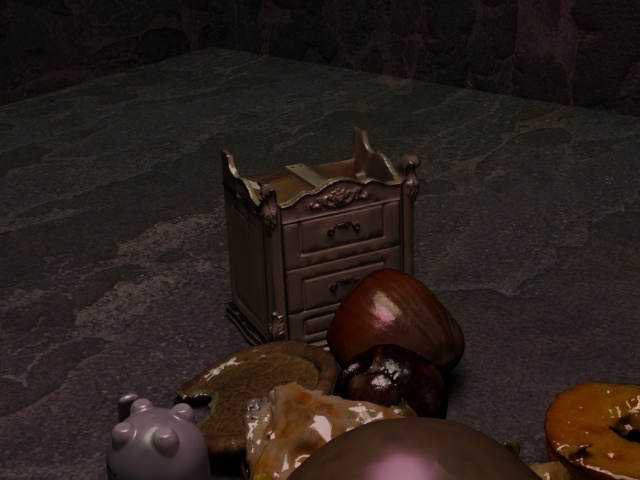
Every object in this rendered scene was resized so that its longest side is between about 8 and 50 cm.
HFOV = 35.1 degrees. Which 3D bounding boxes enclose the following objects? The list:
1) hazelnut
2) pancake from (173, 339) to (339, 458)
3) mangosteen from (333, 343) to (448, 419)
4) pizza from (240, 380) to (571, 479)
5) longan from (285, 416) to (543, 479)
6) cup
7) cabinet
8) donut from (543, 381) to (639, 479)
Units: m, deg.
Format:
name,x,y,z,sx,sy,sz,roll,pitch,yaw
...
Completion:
name,x,y,z,sx,sy,sz,roll,pitch,yaw
hazelnut,0.118,0.135,1.566,0.210,0.186,0.210,-13,-12,-3
pancake,-0.106,0.227,1.495,0.286,0.033,0.288,-5,23,30
mangosteen,0.091,0.236,1.391,0.172,0.172,0.184,5,59,15
pizza,0.096,0.321,1.142,0.391,0.080,0.435,-4,45,0
longan,0.074,0.337,0.862,0.360,0.361,0.361,-2,24,1
cup,-0.210,0.279,1.326,0.134,0.142,0.173,-3,23,1
cabinet,0.000,0.000,1.720,0.289,0.318,0.227,-12,26,-22
donut,0.415,0.273,1.318,0.253,0.118,0.253,-4,22,2
